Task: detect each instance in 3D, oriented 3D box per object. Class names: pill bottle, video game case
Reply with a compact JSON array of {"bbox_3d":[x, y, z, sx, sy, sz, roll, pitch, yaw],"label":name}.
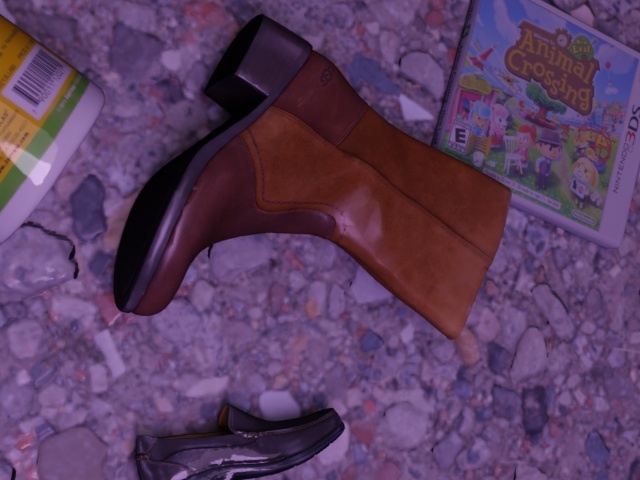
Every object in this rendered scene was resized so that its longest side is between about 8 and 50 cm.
[{"bbox_3d":[-0.281,-0.117,0.775,0.245,0.136,0.136,36,70,-17],"label":"pill bottle"},{"bbox_3d":[0.213,-0.118,1.070,0.212,0.023,0.193,22,75,-21],"label":"video game case"}]

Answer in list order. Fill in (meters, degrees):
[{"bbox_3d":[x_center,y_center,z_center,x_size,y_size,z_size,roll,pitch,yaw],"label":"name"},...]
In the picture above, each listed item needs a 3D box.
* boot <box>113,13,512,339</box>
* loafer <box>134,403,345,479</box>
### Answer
[{"bbox_3d":[0.000,0.000,0.930,0.280,0.096,0.264,35,65,-21],"label":"boot"},{"bbox_3d":[-0.060,0.154,0.890,0.170,0.062,0.061,-16,86,-27],"label":"loafer"}]
